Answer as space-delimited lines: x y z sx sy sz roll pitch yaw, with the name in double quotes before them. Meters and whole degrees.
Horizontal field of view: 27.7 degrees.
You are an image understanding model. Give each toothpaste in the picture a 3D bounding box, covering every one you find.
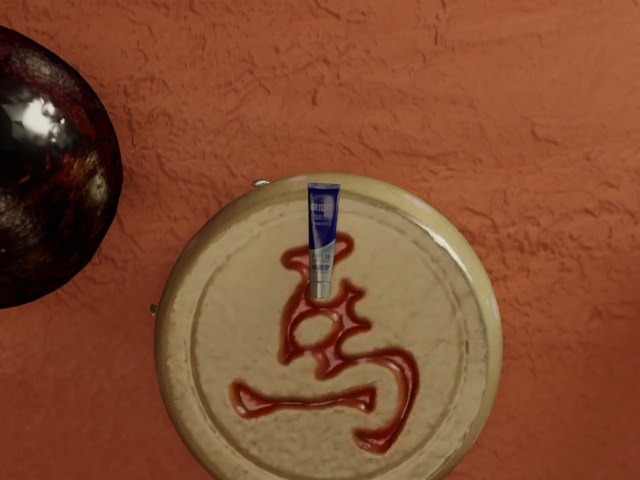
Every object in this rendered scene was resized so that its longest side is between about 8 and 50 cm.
"toothpaste" 0.000 0.000 0.935 0.024 0.015 0.083 4 89 -5

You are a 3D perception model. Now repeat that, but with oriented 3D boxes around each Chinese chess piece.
"Chinese chess piece" 0.005 0.081 0.997 0.273 0.102 0.273 0 93 5

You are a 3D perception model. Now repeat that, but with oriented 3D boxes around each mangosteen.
"mangosteen" -0.269 -0.075 0.975 0.235 0.235 0.261 -13 50 5
